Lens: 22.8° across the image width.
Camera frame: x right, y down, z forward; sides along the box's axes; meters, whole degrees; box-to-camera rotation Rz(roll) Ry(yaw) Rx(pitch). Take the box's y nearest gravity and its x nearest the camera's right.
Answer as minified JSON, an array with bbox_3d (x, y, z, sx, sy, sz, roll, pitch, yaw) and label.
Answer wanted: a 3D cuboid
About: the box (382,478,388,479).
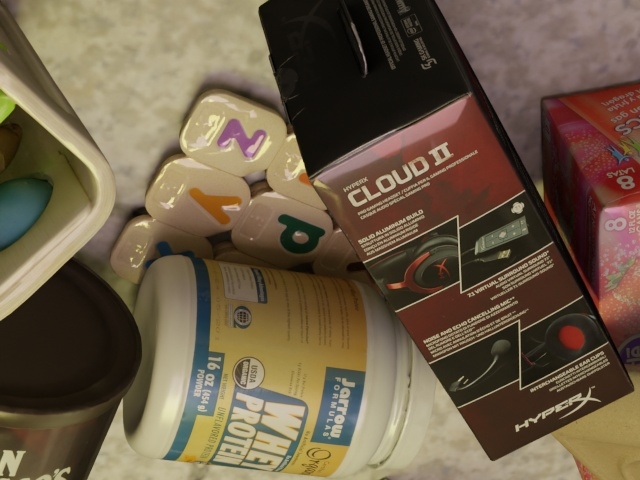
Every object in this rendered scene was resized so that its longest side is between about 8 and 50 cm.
[{"bbox_3d":[-0.046,0.359,1.288,0.322,0.232,0.058,-30,125,10],"label":"box"}]

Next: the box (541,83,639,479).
[{"bbox_3d":[0.252,0.046,1.177,0.142,0.154,0.300,-10,126,-4],"label":"box"}]

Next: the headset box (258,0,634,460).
[{"bbox_3d":[0.072,-0.039,1.016,0.110,0.218,0.293,-28,125,8],"label":"headset box"}]

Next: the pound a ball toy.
[{"bbox_3d":[-0.251,-0.048,0.943,0.208,0.319,0.136,-43,123,1],"label":"pound a ball toy"}]

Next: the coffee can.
[{"bbox_3d":[-0.265,0.154,1.123,0.201,0.201,0.275,14,121,-20],"label":"coffee can"}]

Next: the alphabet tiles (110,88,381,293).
[{"bbox_3d":[0.000,0.000,1.177,0.278,0.021,0.284,20,118,-23],"label":"alphabet tiles"}]

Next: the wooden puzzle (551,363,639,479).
[{"bbox_3d":[0.354,0.190,1.069,0.348,0.322,0.080,48,61,-30],"label":"wooden puzzle"}]

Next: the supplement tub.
[{"bbox_3d":[-0.031,0.092,1.133,0.199,0.144,0.144,8,122,-16],"label":"supplement tub"}]
